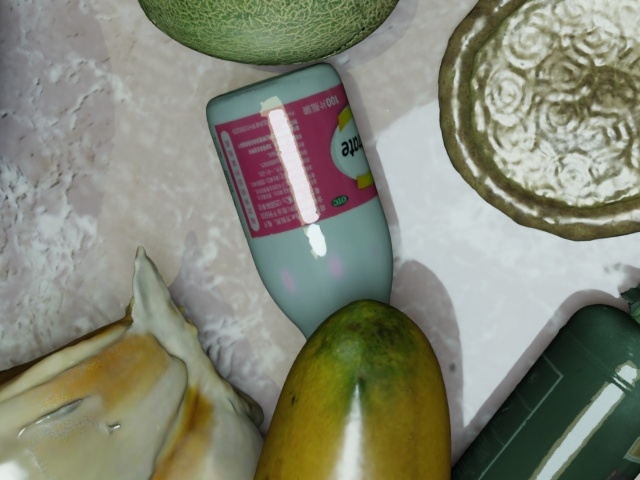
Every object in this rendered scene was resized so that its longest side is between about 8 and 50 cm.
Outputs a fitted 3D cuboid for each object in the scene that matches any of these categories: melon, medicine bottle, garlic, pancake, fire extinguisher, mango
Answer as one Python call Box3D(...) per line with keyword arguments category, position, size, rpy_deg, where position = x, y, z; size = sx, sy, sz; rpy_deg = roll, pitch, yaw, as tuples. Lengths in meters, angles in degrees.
Box3D(category="melon", position=(-0.024, -0.177, 0.915), size=(0.192, 0.139, 0.139), rpy_deg=(-5, 93, 12))
Box3D(category="medicine bottle", position=(0.000, 0.000, 0.949), size=(0.090, 0.090, 0.216), rpy_deg=(-17, 98, 8))
Box3D(category="garlic", position=(-0.180, 0.181, 0.943), size=(0.313, 0.286, 0.249), rpy_deg=(-34, 45, 2))
Box3D(category="pancake", position=(0.174, -0.093, 0.957), size=(0.199, 0.021, 0.199), rpy_deg=(1, 95, 7))
Box3D(category="fire extinguisher", position=(0.147, 0.134, 0.932), size=(0.311, 0.114, 0.095), rpy_deg=(-52, 49, 6))
Box3D(category="mango", position=(0.020, 0.146, 0.864), size=(0.120, 0.151, 0.221), rpy_deg=(7, 85, 4))
